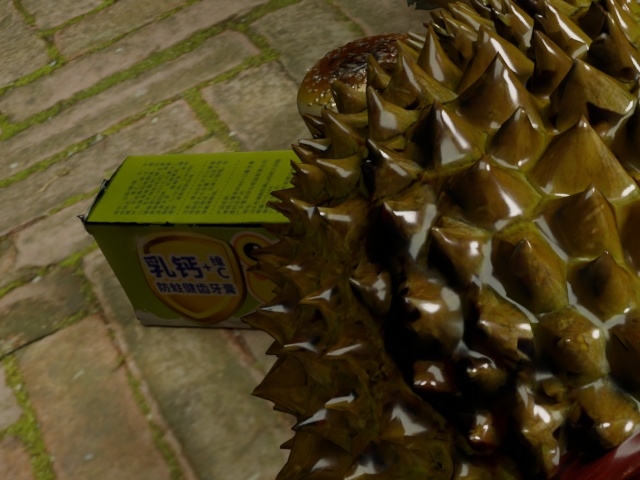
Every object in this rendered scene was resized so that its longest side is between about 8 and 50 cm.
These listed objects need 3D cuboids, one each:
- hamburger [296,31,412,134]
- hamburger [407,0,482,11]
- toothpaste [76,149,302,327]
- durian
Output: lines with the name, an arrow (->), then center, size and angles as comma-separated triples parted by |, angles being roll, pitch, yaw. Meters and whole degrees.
hamburger -> 0.044, -0.117, 1.027 | 0.127, 0.081, 0.141 | -17, 37, 8
hamburger -> 0.184, -0.311, 1.033 | 0.318, 0.276, 0.195 | -14, 34, 12
toothpaste -> 0.000, 0.000, 0.886 | 0.328, 0.110, 0.077 | 0, 45, 27
durian -> 0.138, 0.046, 0.594 | 0.348, 0.347, 0.384 | -33, 37, -13
